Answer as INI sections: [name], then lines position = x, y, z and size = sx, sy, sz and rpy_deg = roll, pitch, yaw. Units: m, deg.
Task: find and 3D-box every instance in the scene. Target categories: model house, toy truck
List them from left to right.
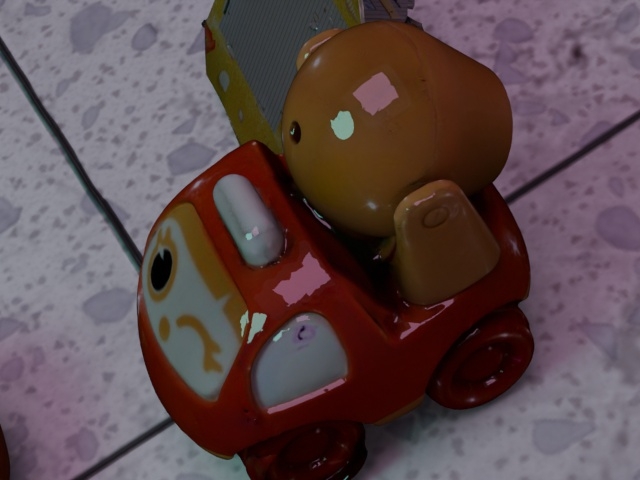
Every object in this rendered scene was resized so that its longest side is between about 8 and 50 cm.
[toy truck]
position = 0.000, 0.000, 0.961
size = 0.265, 0.239, 0.189
rpy_deg = -30, 51, -3
[model house]
position = 0.029, -0.143, 1.128
size = 0.136, 0.207, 0.219
rpy_deg = -2, 43, -30

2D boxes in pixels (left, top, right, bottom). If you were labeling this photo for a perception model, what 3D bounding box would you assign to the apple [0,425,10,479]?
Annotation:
[apple]
position = -0.302, 0.146, 1.009
size = 0.209, 0.164, 0.209
rpy_deg = -10, 50, 13
